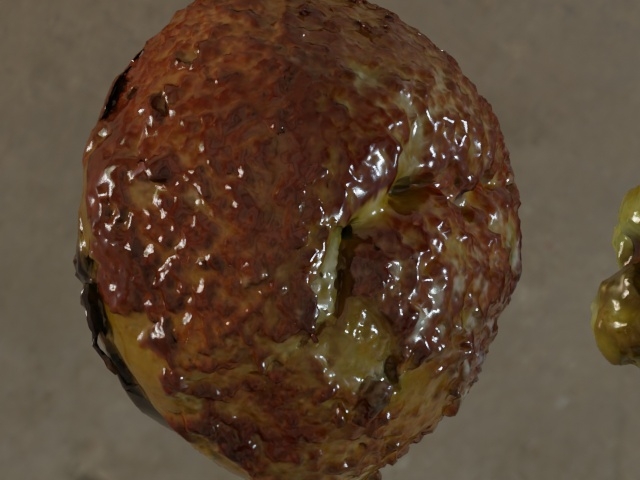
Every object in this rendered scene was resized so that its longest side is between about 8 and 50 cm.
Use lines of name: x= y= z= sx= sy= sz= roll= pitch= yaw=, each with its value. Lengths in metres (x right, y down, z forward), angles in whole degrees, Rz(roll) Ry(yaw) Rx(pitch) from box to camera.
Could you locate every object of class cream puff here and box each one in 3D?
cream puff: x=0.000 y=0.000 z=0.901 sx=0.240 sy=0.164 sz=0.240 roll=-12 pitch=105 yaw=-54

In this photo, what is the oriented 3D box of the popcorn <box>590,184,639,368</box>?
popcorn: x=0.343 y=0.032 z=1.444 sx=0.276 sy=0.276 sz=0.225 roll=19 pitch=26 yaw=-13
